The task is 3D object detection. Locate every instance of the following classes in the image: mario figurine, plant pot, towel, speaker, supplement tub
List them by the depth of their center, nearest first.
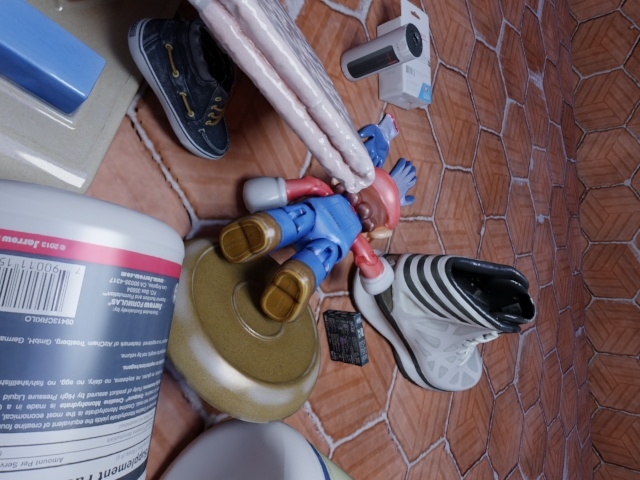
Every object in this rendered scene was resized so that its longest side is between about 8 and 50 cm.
[{"bbox_3d":[-0.219,0.107,0.316,0.191,0.191,0.273,17,76,-44],"label":"supplement tub"},{"bbox_3d":[-0.069,-0.240,0.462,0.317,0.053,0.332,44,21,-36],"label":"towel"},{"bbox_3d":[-0.026,0.376,0.473,0.325,0.235,0.235,53,53,-30],"label":"supplement tub"},{"bbox_3d":[-0.078,0.086,0.490,0.236,0.032,0.236,39,28,-25],"label":"plant pot"},{"bbox_3d":[0.000,0.000,0.598,0.320,0.170,0.198,-30,119,-53],"label":"mario figurine"},{"bbox_3d":[0.102,-0.315,0.713,0.055,0.136,0.055,2,87,-47],"label":"speaker"}]

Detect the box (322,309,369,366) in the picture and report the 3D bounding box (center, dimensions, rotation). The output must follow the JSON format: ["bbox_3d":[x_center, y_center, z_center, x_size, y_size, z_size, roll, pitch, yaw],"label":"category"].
[{"bbox_3d":[0.040,0.155,0.674,0.018,0.067,0.083,-18,100,-45],"label":"box"}]

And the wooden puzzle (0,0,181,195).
[{"bbox_3d":[-0.284,-0.245,0.347,0.322,0.080,0.348,34,65,-40],"label":"wooden puzzle"}]

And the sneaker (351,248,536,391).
[{"bbox_3d":[0.269,0.178,0.775,0.447,0.257,0.169,46,57,-35],"label":"sneaker"}]

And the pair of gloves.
[{"bbox_3d":[0.135,-0.142,0.822,0.159,0.023,0.198,-52,122,-34],"label":"pair of gloves"}]

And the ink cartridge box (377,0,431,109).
[{"bbox_3d":[0.167,-0.364,0.838,0.104,0.060,0.180,0,88,-46],"label":"ink cartridge box"}]

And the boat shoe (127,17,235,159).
[{"bbox_3d":[-0.125,-0.153,0.464,0.183,0.083,0.065,65,38,-58],"label":"boat shoe"}]
